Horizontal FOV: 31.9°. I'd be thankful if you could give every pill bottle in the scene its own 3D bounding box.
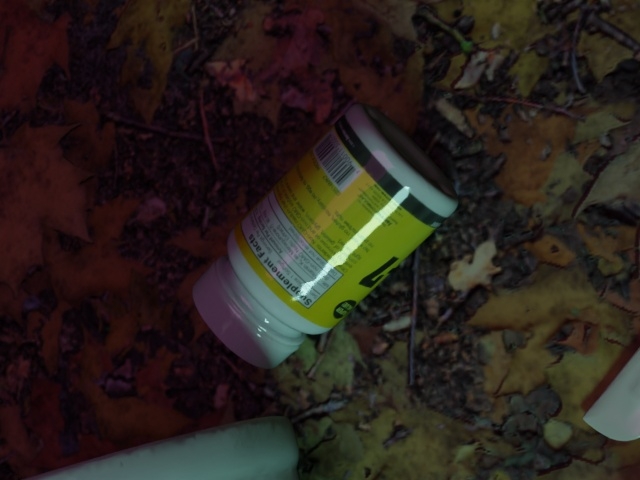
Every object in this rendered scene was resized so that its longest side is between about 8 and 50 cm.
[{"bbox_3d":[0.000,0.000,0.909,0.208,0.119,0.119,-45,67,16],"label":"pill bottle"}]

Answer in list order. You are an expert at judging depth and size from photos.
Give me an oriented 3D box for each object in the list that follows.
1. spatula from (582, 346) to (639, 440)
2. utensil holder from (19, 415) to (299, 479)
[{"bbox_3d":[0.325,0.092,0.794,0.168,0.019,0.242,44,102,30],"label":"spatula"},{"bbox_3d":[-0.123,0.360,0.814,0.327,0.327,0.385,-24,75,22],"label":"utensil holder"}]
